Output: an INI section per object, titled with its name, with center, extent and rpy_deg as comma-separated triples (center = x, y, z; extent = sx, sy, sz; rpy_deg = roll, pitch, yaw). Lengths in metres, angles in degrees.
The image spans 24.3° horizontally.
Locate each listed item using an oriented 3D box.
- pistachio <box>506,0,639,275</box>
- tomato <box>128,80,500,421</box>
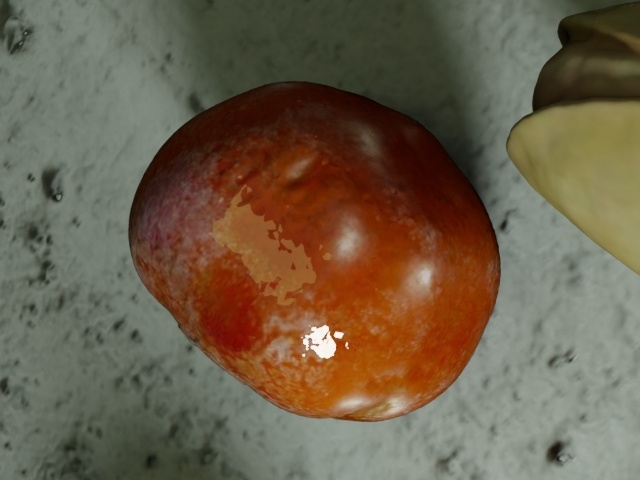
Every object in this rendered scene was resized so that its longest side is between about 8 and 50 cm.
[pistachio]
center = 0.235, -0.036, 0.781
extent = 0.293, 0.181, 0.162
rpy_deg = 33, 87, 37
[tomato]
center = -0.002, -0.001, 0.914
extent = 0.232, 0.232, 0.188
rpy_deg = 40, 94, 29
